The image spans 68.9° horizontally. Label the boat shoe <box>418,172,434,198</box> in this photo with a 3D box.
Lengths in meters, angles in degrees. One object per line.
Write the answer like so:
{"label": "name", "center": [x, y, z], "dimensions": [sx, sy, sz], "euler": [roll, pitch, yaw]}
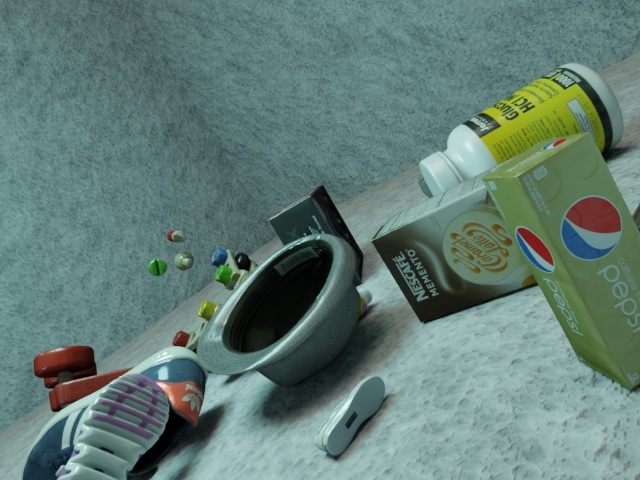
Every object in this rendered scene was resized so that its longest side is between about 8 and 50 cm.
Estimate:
{"label": "boat shoe", "center": [0.420, -0.190, 1.144], "dimensions": [0.356, 0.132, 0.130], "euler": [-19, 1, 19]}

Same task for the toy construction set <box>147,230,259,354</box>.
{"label": "toy construction set", "center": [-0.200, 0.112, 0.923], "dimensions": [0.257, 0.308, 0.237], "euler": [-42, 15, -18]}

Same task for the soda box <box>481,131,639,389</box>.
{"label": "soda box", "center": [0.198, 0.015, 0.349], "dimensions": [0.061, 0.181, 0.058], "euler": [-32, 8, -2]}

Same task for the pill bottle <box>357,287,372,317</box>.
{"label": "pill bottle", "center": [0.053, 0.114, 0.794], "dimensions": [0.083, 0.043, 0.043], "euler": [-37, 10, -37]}

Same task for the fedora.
{"label": "fedora", "center": [-0.039, 0.119, 0.706], "dimensions": [0.244, 0.124, 0.275], "euler": [-5, 41, 46]}

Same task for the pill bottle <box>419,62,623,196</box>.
{"label": "pill bottle", "center": [0.374, -0.178, 0.908], "dimensions": [0.334, 0.187, 0.188], "euler": [-30, 7, 6]}

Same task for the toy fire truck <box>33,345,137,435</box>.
{"label": "toy fire truck", "center": [-0.410, 0.303, 0.930], "dimensions": [0.254, 0.169, 0.302], "euler": [-6, -22, -25]}

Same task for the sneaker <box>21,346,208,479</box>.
{"label": "sneaker", "center": [-0.322, 0.311, 0.706], "dimensions": [0.350, 0.131, 0.148], "euler": [-40, 29, 6]}

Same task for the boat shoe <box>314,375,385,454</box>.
{"label": "boat shoe", "center": [0.030, 0.181, 0.493], "dimensions": [0.100, 0.035, 0.035], "euler": [-44, 16, -35]}

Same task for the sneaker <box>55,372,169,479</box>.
{"label": "sneaker", "center": [-0.270, 0.272, 0.566], "dimensions": [0.104, 0.095, 0.236], "euler": [-44, 19, 30]}

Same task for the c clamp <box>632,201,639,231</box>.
{"label": "c clamp", "center": [0.433, -0.059, 0.531], "dimensions": [0.161, 0.022, 0.137], "euler": [-35, 9, -33]}

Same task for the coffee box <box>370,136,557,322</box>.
{"label": "coffee box", "center": [0.213, -0.007, 0.604], "dimensions": [0.247, 0.141, 0.098], "euler": [-28, 8, 30]}

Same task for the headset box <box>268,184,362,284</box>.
{"label": "headset box", "center": [0.000, 0.000, 1.088], "dimensions": [0.110, 0.218, 0.293], "euler": [-29, 7, 11]}
